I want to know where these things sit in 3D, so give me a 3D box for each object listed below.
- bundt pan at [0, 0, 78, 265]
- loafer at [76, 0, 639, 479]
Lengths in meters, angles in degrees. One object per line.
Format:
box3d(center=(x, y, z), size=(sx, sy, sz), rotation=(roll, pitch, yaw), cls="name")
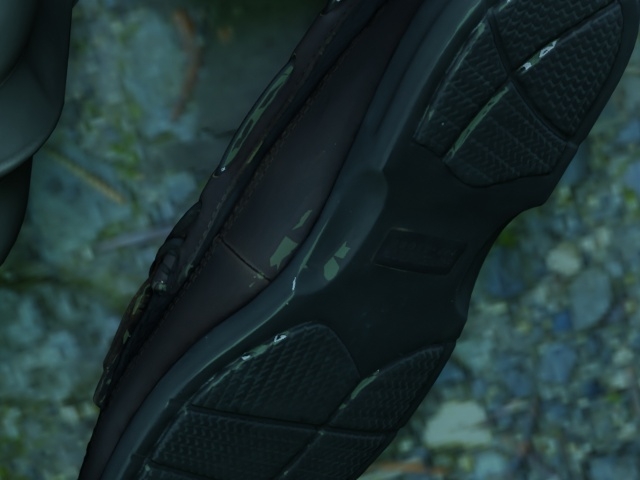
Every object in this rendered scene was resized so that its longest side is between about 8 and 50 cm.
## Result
box3d(center=(-0.228, -0.050, 0.549), size=(0.330, 0.124, 0.331), rotation=(-9, 133, -9), cls="bundt pan")
box3d(center=(0.000, 0.000, 0.668), size=(0.109, 0.095, 0.302), rotation=(18, 116, -39), cls="loafer")
